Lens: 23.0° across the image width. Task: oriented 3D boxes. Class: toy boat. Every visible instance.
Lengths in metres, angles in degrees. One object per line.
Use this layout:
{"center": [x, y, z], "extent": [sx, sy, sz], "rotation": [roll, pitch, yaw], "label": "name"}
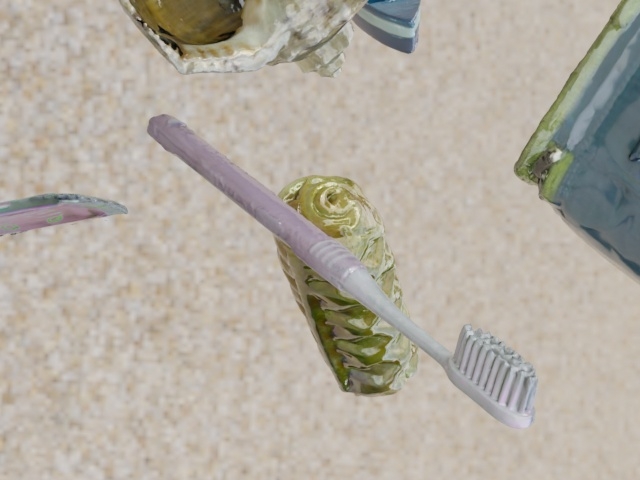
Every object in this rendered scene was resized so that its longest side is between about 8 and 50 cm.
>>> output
{"center": [0.077, -0.317, 2.048], "extent": [0.299, 0.096, 0.062], "rotation": [-117, -162, -58], "label": "toy boat"}

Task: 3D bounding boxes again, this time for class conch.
{"center": [-0.057, -0.174, 0.947], "extent": [0.207, 0.130, 0.155], "rotation": [53, 45, -18], "label": "conch"}

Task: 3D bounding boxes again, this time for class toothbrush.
{"center": [0.000, 0.000, 0.854], "extent": [0.024, 0.354, 0.029], "rotation": [-5, 119, -36], "label": "toothbrush"}

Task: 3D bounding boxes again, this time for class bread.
{"center": [0.022, 0.038, 1.326], "extent": [0.098, 0.087, 0.269], "rotation": [59, -7, 34], "label": "bread"}

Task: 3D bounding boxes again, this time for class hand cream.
{"center": [-0.266, -0.001, 1.008], "extent": [0.079, 0.275, 0.050], "rotation": [-67, 144, -66], "label": "hand cream"}

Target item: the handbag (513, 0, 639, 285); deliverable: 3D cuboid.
{"center": [0.281, -0.062, 0.884], "extent": [0.263, 0.241, 0.222], "rotation": [-57, 163, 15], "label": "handbag"}
